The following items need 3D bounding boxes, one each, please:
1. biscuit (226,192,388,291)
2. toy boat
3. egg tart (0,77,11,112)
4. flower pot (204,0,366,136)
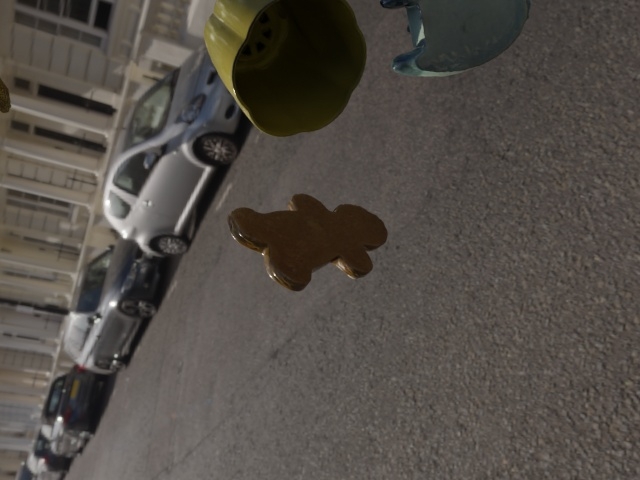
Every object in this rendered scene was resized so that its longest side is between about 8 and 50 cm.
[{"bbox_3d":[0.000,0.000,1.121,0.216,0.340,0.047,47,127,20],"label":"biscuit"},{"bbox_3d":[0.163,-0.277,0.753,0.079,0.208,0.134,21,131,63],"label":"toy boat"},{"bbox_3d":[-0.754,-0.339,1.390,0.105,0.039,0.105,-16,-90,-88],"label":"egg tart"},{"bbox_3d":[-0.065,-0.264,0.826,0.179,0.195,0.195,46,123,42],"label":"flower pot"}]
